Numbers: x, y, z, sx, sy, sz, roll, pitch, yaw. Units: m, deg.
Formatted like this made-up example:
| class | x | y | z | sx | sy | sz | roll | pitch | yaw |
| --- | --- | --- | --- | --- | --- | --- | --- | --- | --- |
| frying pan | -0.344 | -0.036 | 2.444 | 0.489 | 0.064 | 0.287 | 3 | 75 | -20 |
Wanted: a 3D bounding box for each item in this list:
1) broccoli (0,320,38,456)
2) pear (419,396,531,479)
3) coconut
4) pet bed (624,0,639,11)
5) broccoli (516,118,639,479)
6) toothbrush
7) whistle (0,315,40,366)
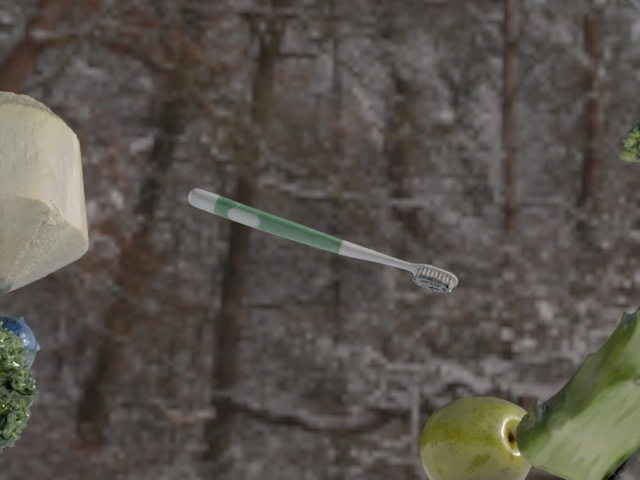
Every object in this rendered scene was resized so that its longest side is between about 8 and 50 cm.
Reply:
| class | x | y | z | sx | sy | sz | roll | pitch | yaw |
| --- | --- | --- | --- | --- | --- | --- | --- | --- | --- |
| broccoli | -0.531 | 0.166 | 2.115 | 0.375 | 0.302 | 0.249 | -20 | 29 | 11 |
| pear | 0.184 | 0.252 | 2.061 | 0.141 | 0.104 | 0.141 | 5 | -36 | 4 |
| coconut | -0.418 | -0.048 | 2.299 | 0.239 | 0.244 | 0.239 | -6 | -23 | -3 |
| pet bed | 0.372 | -0.406 | 2.148 | 0.159 | 0.183 | 0.211 | 41 | 2 | 36 |
| broccoli | 0.297 | 0.042 | 1.441 | 0.221 | 0.252 | 0.361 | 20 | -40 | -31 |
| toothbrush | 0.000 | 0.000 | 1.601 | 0.257 | 0.018 | 0.024 | 19 | 29 | 10 |
| whistle | -0.420 | 0.144 | 2.345 | 0.090 | 0.090 | 0.158 | 8 | -20 | -28 |
